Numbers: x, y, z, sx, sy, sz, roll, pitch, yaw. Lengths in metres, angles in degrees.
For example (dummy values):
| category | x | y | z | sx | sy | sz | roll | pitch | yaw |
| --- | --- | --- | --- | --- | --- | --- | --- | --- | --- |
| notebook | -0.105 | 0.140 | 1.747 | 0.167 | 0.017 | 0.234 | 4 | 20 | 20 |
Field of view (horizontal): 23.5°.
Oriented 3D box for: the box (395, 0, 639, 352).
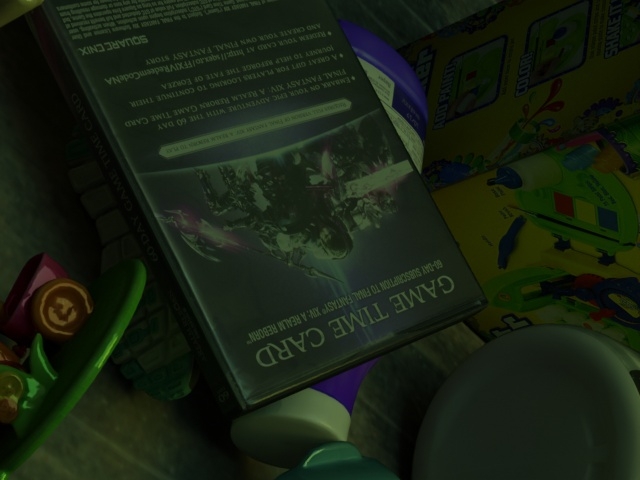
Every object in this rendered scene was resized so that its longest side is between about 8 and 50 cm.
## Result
| category | x | y | z | sx | sy | sz | roll | pitch | yaw |
| --- | --- | --- | --- | --- | --- | --- | --- | --- | --- |
| box | 0.232 | -0.036 | 1.095 | 0.290 | 0.279 | 0.177 | 42 | 44 | -33 |

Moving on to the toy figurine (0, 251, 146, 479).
| category | x | y | z | sx | sy | sz | roll | pitch | yaw |
| --- | --- | --- | --- | --- | --- | --- | --- | --- | --- |
| toy figurine | -0.191 | 0.033 | 0.690 | 0.159 | 0.130 | 0.173 | 38 | 69 | -16 |

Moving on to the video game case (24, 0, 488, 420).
| category | x | y | z | sx | sy | sz | roll | pitch | yaw |
| --- | --- | --- | --- | --- | --- | --- | --- | --- | --- |
| video game case | -0.037 | -0.055 | 0.856 | 0.196 | 0.026 | 0.274 | -19 | 78 | -42 |

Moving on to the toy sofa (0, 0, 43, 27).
| category | x | y | z | sx | sy | sz | roll | pitch | yaw |
| --- | --- | --- | --- | --- | --- | --- | --- | --- | --- |
| toy sofa | -0.266 | -0.233 | 0.666 | 0.362 | 0.150 | 0.177 | 53 | 44 | -20 |

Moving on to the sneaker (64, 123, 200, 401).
| category | x | y | z | sx | sy | sz | roll | pitch | yaw |
| --- | --- | --- | --- | --- | --- | --- | --- | --- | --- |
| sneaker | -0.085 | 0.006 | 0.855 | 0.076 | 0.065 | 0.166 | 4 | 71 | -55 |

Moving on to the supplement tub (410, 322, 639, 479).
| category | x | y | z | sx | sy | sz | roll | pitch | yaw |
| --- | --- | --- | --- | --- | --- | --- | --- | --- | --- |
| supplement tub | 0.223 | 0.187 | 1.046 | 0.316 | 0.194 | 0.193 | 27 | 53 | -43 |

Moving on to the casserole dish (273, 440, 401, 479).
| category | x | y | z | sx | sy | sz | roll | pitch | yaw |
| --- | --- | --- | --- | --- | --- | --- | --- | --- | --- |
| casserole dish | 0.009 | 0.205 | 0.835 | 0.114 | 0.037 | 0.188 | -1 | 97 | -46 |

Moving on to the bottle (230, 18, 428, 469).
| category | x | y | z | sx | sy | sz | roll | pitch | yaw |
| --- | --- | --- | --- | --- | --- | --- | --- | --- | --- |
| bottle | 0.000 | 0.000 | 0.937 | 0.118 | 0.092 | 0.282 | 36 | 47 | -34 |
